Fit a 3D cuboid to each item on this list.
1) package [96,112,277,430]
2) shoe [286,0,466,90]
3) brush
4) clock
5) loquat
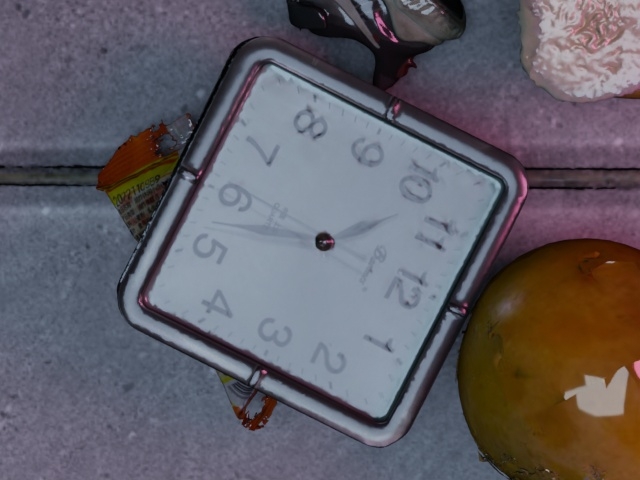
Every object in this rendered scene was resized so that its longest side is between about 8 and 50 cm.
[{"bbox_3d":[-0.048,0.001,1.498,0.223,0.108,0.288,-31,95,11],"label":"package"},{"bbox_3d":[0.013,-0.218,1.448,0.227,0.099,0.112,34,113,0],"label":"shoe"},{"bbox_3d":[0.292,-0.193,1.372,0.267,0.166,0.174,6,103,5],"label":"brush"},{"bbox_3d":[0.000,0.000,1.420,0.279,0.049,0.273,27,91,-2],"label":"clock"},{"bbox_3d":[0.230,0.115,1.416,0.235,0.235,0.235,2,103,9],"label":"loquat"}]
